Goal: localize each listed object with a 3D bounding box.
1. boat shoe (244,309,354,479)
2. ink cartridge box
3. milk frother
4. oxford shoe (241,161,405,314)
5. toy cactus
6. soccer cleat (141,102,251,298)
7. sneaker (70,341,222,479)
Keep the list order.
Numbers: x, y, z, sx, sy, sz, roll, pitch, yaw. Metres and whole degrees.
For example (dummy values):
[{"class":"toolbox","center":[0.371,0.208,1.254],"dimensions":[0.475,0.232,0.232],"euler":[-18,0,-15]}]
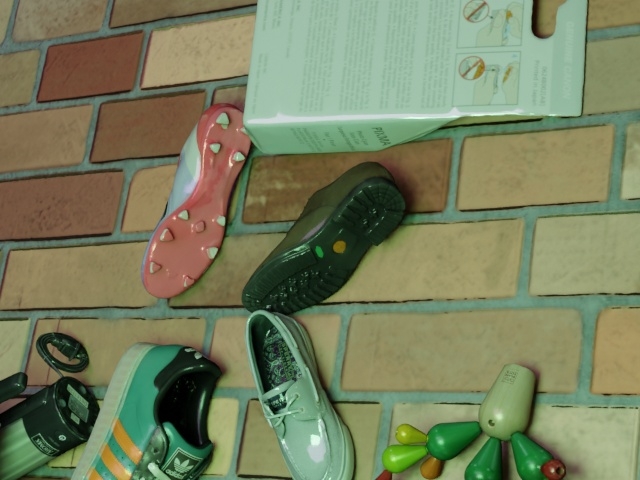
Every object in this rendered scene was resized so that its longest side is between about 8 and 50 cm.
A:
[{"class":"boat shoe","center":[-0.034,0.174,1.557],"dimensions":[0.079,0.081,0.227],"euler":[-33,55,19]},{"class":"ink cartridge box","center":[0.116,-0.258,1.661],"dimensions":[0.385,0.091,0.308],"euler":[0,69,16]},{"class":"milk frother","center":[-0.345,0.199,1.761],"dimensions":[0.135,0.129,0.143],"euler":[-29,14,21]},{"class":"oxford shoe","center":[0.000,0.000,1.623],"dimensions":[0.227,0.083,0.096],"euler":[-40,31,16]},{"class":"toy cactus","center":[0.158,0.203,1.414],"dimensions":[0.219,0.112,0.180],"euler":[3,63,44]},{"class":"soccer cleat","center":[-0.151,-0.048,1.745],"dimensions":[0.095,0.083,0.248],"euler":[16,84,67]},{"class":"sneaker","center":[-0.194,0.258,1.614],"dimensions":[0.121,0.108,0.302],"euler":[1,70,39]}]
